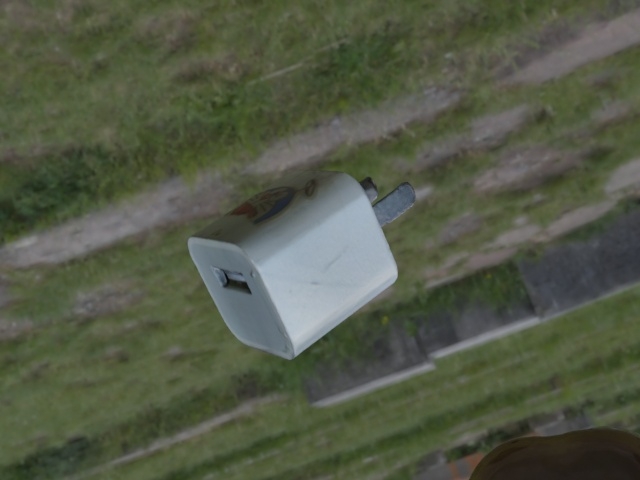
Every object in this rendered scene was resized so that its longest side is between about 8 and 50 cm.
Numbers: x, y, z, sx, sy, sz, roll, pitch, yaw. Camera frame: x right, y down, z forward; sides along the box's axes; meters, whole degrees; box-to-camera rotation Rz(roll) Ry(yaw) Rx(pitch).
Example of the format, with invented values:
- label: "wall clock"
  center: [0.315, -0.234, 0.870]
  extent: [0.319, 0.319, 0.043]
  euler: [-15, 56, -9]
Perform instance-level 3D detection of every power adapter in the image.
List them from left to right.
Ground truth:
- label: "power adapter"
  center: [0.000, 0.000, 0.953]
  extent: [0.205, 0.125, 0.130]
  euler: [-36, -158, -27]

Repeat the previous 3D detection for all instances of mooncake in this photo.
- label: "mooncake"
  center: [0.279, 0.317, 1.083]
  extent: [0.234, 0.235, 0.117]
  euler: [-23, 161, 15]
